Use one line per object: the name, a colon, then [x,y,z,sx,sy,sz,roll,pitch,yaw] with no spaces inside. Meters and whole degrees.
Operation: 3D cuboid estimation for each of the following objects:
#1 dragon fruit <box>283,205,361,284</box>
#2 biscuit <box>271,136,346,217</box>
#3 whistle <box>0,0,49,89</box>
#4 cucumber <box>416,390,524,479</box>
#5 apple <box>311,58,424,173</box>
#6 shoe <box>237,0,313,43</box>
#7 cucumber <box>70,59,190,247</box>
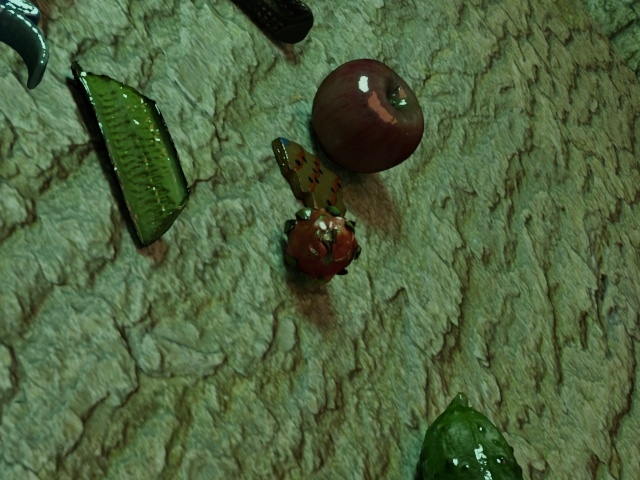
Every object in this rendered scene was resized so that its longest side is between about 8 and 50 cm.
dragon fruit: [-0.002,0.000,1.730,0.116,0.086,0.081,-147,-133,-61]
biscuit: [-0.013,-0.077,1.867,0.130,0.019,0.119,47,27,-16]
whistle: [-0.338,-0.207,1.379,0.180,0.093,0.269,12,44,-22]
cucumber: [0.168,0.263,1.664,0.134,0.134,0.244,38,27,-32]
apple: [0.057,-0.158,1.969,0.153,0.120,0.153,35,38,-33]
shoe: [-0.085,-0.348,2.016,0.194,0.074,0.077,46,15,-25]
cucumber: [-0.186,-0.098,1.548,0.046,0.070,0.220,73,-7,-73]
